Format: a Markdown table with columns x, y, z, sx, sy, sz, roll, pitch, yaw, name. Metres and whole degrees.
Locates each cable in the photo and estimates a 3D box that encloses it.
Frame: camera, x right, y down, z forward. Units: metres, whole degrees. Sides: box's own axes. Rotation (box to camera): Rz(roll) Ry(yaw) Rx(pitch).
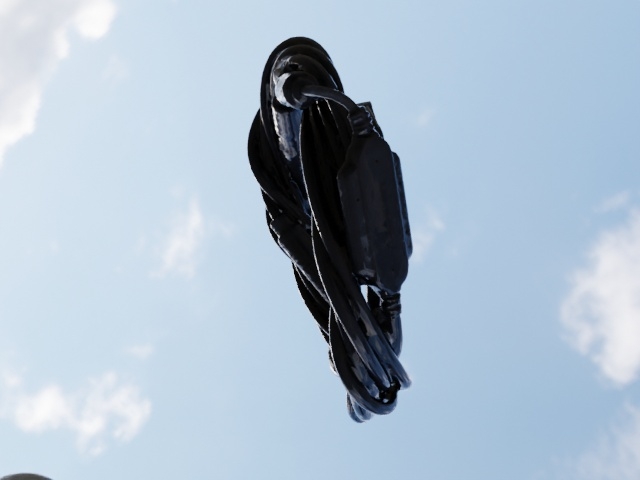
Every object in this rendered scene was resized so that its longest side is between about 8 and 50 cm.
| x | y | z | sx | sy | sz | roll | pitch | yaw | name |
| --- | --- | --- | --- | --- | --- | --- | --- | --- | --- |
| 0.000 | 0.000 | 0.602 | 0.047 | 0.185 | 0.150 | -18 | -159 | -16 | cable |

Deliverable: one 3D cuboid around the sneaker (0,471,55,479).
| x | y | z | sx | sy | sz | roll | pitch | yaw | name |
| --- | --- | --- | --- | --- | --- | --- | --- | --- | --- |
| -0.154 | 0.158 | 0.520 | 0.085 | 0.086 | 0.237 | 16 | -157 | 6 | sneaker |
